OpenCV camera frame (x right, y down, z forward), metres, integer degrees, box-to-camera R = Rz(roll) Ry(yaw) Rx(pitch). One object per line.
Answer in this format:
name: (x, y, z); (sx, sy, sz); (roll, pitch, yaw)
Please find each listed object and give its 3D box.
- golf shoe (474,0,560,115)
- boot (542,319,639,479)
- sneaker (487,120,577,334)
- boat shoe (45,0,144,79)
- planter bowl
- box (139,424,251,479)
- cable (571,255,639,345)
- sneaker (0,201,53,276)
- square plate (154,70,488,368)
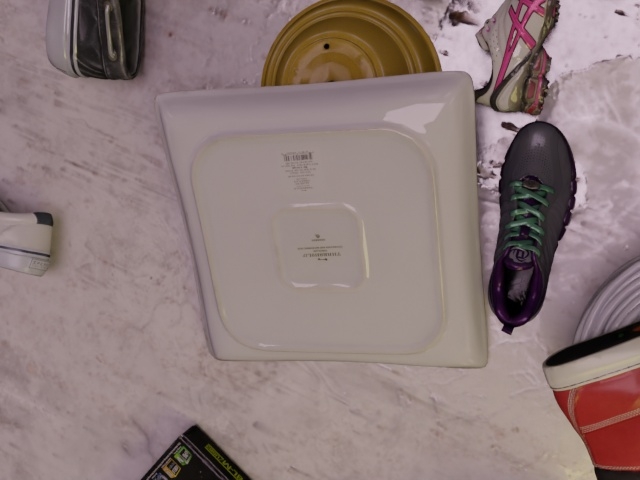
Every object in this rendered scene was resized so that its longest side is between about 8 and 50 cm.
golf shoe: (0.205, -0.227, 0.807); (0.085, 0.067, 0.186); (10, 100, 15)
boot: (0.355, 0.152, 0.715); (0.244, 0.088, 0.176); (-26, 89, 26)
sneaker: (0.223, -0.013, 0.813); (0.083, 0.098, 0.224); (7, 99, 14)
boat shoe: (-0.236, -0.351, 0.900); (0.119, 0.121, 0.336); (13, 111, 6)
planter bowl: (0.022, -0.168, 0.853); (0.217, 0.090, 0.217); (2, 97, 15)
box: (-0.160, 0.366, 0.994); (0.184, 0.045, 0.191); (44, 106, 8)
cable: (0.390, 0.128, 0.792); (0.256, 0.089, 0.257); (14, 100, 15)
sneaker: (-0.462, -0.023, 1.015); (0.257, 0.094, 0.091); (13, 82, 9)
square plate: (0.000, 0.000, 0.849); (0.346, 0.049, 0.344); (-1, 115, 16)
